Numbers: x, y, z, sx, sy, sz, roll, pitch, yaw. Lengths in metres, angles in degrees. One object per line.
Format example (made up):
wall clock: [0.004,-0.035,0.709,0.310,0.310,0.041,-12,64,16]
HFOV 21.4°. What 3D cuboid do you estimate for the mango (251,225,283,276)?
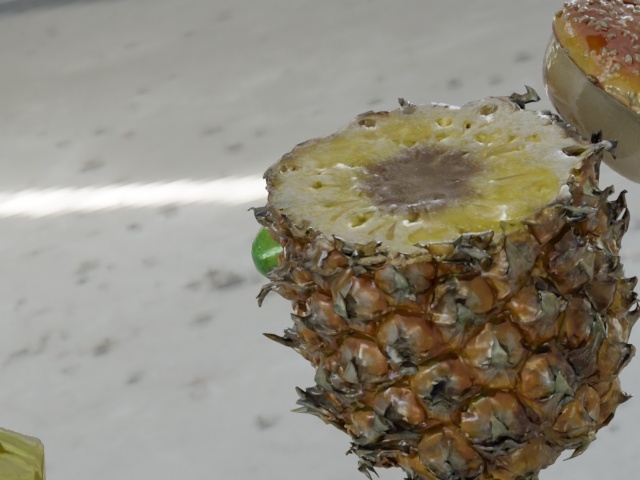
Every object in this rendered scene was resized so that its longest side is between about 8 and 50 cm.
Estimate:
mango: [0.000,-0.001,2.127,0.178,0.119,0.100,-13,-21,0]

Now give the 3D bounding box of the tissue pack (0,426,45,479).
tissue pack: [-0.401,0.270,1.961,0.082,0.169,0.120,-25,57,30]

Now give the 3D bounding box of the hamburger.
hamburger: [0.319,-0.157,1.662,0.147,0.237,0.237,-48,1,32]

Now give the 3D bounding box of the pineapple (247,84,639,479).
pineapple: [0.115,0.055,1.499,0.352,0.300,0.352,-11,22,4]
